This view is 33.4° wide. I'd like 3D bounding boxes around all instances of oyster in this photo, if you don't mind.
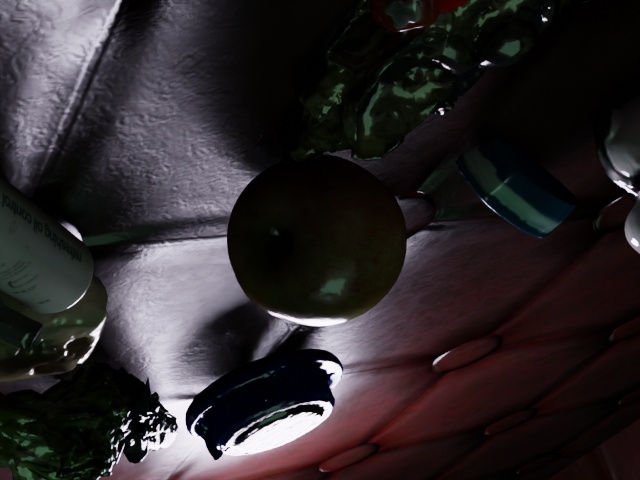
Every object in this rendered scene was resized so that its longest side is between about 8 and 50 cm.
[{"bbox_3d":[0.104,-0.185,1.003,0.361,0.096,0.221,-31,147,12],"label":"oyster"}]

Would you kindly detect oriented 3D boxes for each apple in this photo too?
[{"bbox_3d":[0.000,0.000,1.165,0.188,0.188,0.173,-37,156,29],"label":"apple"}]

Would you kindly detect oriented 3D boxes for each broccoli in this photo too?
[{"bbox_3d":[-0.350,0.186,1.127,0.304,0.146,0.165,18,148,-41],"label":"broccoli"}]

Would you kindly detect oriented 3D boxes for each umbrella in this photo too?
[{"bbox_3d":[-0.292,0.269,1.534,0.154,0.128,0.337,-22,158,-8],"label":"umbrella"}]

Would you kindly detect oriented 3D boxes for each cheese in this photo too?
[{"bbox_3d":[-0.367,0.102,1.173,0.262,0.093,0.159,-5,149,-32],"label":"cheese"}]

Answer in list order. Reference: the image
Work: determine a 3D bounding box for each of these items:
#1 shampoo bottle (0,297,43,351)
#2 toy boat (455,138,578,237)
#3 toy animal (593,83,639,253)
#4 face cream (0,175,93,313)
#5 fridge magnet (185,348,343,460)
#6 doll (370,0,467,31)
[{"bbox_3d":[-0.353,0.059,1.049,0.165,0.040,0.080,28,143,-6],"label":"shampoo bottle"},{"bbox_3d":[0.269,-0.062,1.379,0.061,0.096,0.299,-42,152,18],"label":"toy boat"},{"bbox_3d":[0.467,-0.073,1.323,0.212,0.267,0.213,-14,154,-7],"label":"toy animal"},{"bbox_3d":[-0.314,-0.019,0.979,0.092,0.092,0.311,-25,154,5],"label":"face cream"},{"bbox_3d":[-0.084,0.255,1.685,0.265,0.113,0.265,-20,156,-10],"label":"fridge magnet"},{"bbox_3d":[0.104,-0.267,0.744,0.182,0.160,0.363,17,148,-8],"label":"doll"}]
